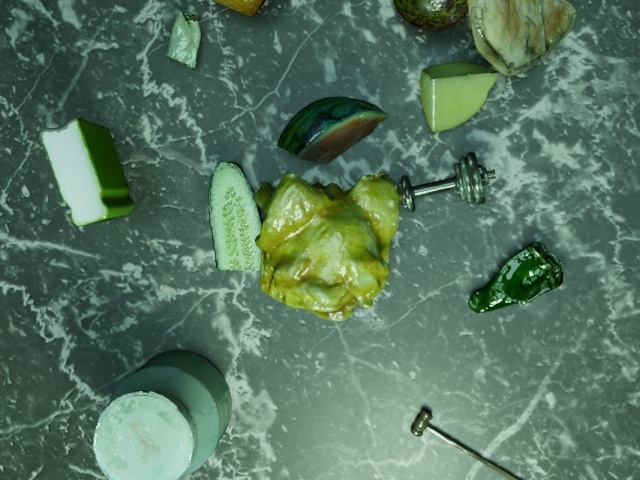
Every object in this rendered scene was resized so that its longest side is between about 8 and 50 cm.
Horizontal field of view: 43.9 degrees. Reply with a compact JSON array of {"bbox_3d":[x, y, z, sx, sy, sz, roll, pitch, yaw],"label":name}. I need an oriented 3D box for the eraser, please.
[{"bbox_3d":[-0.473,-0.137,1.637,0.092,0.274,0.210,-18,93,-2],"label":"eraser"}]

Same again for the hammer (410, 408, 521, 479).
[{"bbox_3d":[0.331,0.459,1.707,0.292,0.029,0.058,30,97,2],"label":"hammer"}]

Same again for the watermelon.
[{"bbox_3d":[0.011,-0.241,1.644,0.231,0.146,0.128,-35,89,8],"label":"watermelon"}]

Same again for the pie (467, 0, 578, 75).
[{"bbox_3d":[0.389,-0.489,1.545,0.337,0.075,0.338,-10,108,-35],"label":"pie"}]

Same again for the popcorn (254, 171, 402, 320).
[{"bbox_3d":[-0.011,0.004,1.577,0.320,0.326,0.290,3,63,21],"label":"popcorn"}]

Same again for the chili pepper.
[{"bbox_3d":[0.406,0.085,1.666,0.216,0.062,0.108,-29,83,6],"label":"chili pepper"}]

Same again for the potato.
[{"bbox_3d":[0.285,-0.304,1.667,0.149,0.081,0.120,-8,123,-10],"label":"potato"}]

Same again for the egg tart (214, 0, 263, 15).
[{"bbox_3d":[-0.162,-0.558,1.637,0.147,0.202,0.203,34,95,-11],"label":"egg tart"}]

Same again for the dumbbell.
[{"bbox_3d":[0.238,-0.109,1.656,0.254,0.110,0.110,-13,91,12],"label":"dumbbell"}]

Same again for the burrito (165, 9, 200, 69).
[{"bbox_3d":[-0.289,-0.435,1.715,0.074,0.044,0.118,18,97,7],"label":"burrito"}]

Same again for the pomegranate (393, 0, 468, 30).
[{"bbox_3d":[0.265,-0.517,1.596,0.247,0.214,0.214,15,94,-19],"label":"pomegranate"}]

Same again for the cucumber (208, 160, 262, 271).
[{"bbox_3d":[-0.179,-0.050,1.712,0.115,0.063,0.244,-7,92,1],"label":"cucumber"}]

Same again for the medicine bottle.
[{"bbox_3d":[-0.324,0.372,1.631,0.244,0.290,0.245,0,93,5],"label":"medicine bottle"}]
